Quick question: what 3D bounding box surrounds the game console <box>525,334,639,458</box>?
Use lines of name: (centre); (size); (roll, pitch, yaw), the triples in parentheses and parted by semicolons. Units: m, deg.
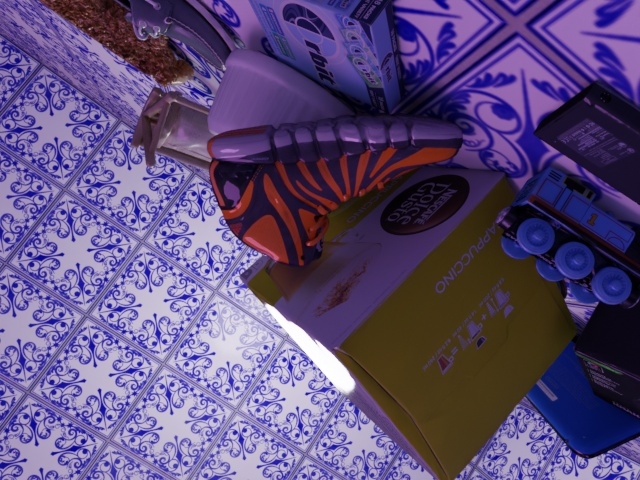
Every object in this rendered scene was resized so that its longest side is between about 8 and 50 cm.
game console: (0.539, 0.315, 0.966); (0.293, 0.250, 0.173); (-119, 7, -61)

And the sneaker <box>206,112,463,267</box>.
sneaker: (0.022, -0.067, 0.631); (0.321, 0.180, 0.124); (-4, -159, 7)

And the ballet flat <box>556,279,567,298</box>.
ballet flat: (0.381, 0.072, 0.875); (0.067, 0.073, 0.206); (8, -175, -22)

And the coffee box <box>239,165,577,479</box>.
coffee box: (0.140, 0.105, 0.797); (0.338, 0.338, 0.334); (54, 164, -26)

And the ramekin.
ramekin: (-0.056, -0.173, 0.772); (0.273, 0.127, 0.273); (32, -179, -1)

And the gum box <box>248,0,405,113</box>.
gum box: (0.007, -0.241, 0.568); (0.184, 0.041, 0.157); (31, 172, 22)

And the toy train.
toy train: (0.301, 0.000, 0.561); (0.184, 0.105, 0.080); (34, 175, 6)

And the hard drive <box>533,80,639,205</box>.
hard drive: (0.281, -0.084, 0.446); (0.135, 0.022, 0.094); (35, 172, 2)

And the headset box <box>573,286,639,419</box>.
headset box: (0.533, 0.197, 0.690); (0.246, 0.131, 0.283); (26, 168, 43)

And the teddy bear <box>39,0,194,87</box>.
teddy bear: (-0.400, -0.431, 0.962); (0.338, 0.113, 0.245); (31, -177, -39)

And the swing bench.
swing bench: (-0.268, -0.227, 1.089); (0.253, 0.165, 0.255); (16, -168, -32)

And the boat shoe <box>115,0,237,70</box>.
boat shoe: (-0.277, -0.368, 0.766); (0.319, 0.099, 0.116); (37, 171, -16)
